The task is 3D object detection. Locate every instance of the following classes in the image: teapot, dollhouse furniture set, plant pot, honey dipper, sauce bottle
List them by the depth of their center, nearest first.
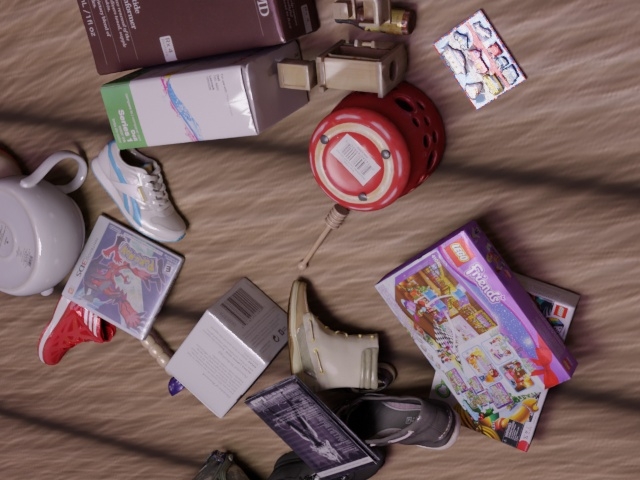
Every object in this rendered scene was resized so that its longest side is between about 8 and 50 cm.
[{"bbox_3d":[0.031,-0.323,1.473,0.181,0.101,0.161,10,123,25],"label":"dollhouse furniture set"},{"bbox_3d":[0.085,-0.350,1.490,0.128,0.042,0.042,13,117,24],"label":"sauce bottle"},{"bbox_3d":[0.083,-0.146,1.505,0.191,0.174,0.191,12,118,23],"label":"plant pot"},{"bbox_3d":[0.000,0.000,1.696,0.030,0.030,0.161,38,125,7],"label":"honey dipper"},{"bbox_3d":[-0.557,-0.022,1.871,0.256,0.187,0.253,-18,90,35],"label":"teapot"}]

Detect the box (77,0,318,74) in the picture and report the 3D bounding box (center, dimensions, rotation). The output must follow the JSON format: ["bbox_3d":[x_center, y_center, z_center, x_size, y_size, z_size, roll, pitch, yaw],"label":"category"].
[{"bbox_3d":[-0.212,-0.399,1.559,0.381,0.143,0.191,-5,109,26],"label":"box"}]

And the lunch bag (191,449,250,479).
[{"bbox_3d":[-0.183,0.613,1.928,0.305,0.256,0.212,49,121,-2],"label":"lunch bag"}]

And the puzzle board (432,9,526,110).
[{"bbox_3d":[0.244,-0.277,1.460,0.096,0.011,0.128,-31,95,33],"label":"puzzle board"}]

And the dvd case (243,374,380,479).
[{"bbox_3d":[-0.018,0.342,1.704,0.221,0.018,0.164,47,138,-10],"label":"dvd case"}]

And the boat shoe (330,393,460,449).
[{"bbox_3d":[0.099,0.321,1.702,0.095,0.112,0.335,34,149,-33],"label":"boat shoe"}]

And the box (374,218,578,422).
[{"bbox_3d":[0.253,0.137,1.549,0.201,0.057,0.293,-34,93,35],"label":"box"}]

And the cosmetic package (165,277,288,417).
[{"bbox_3d":[-0.167,0.204,1.797,0.151,0.151,0.184,41,125,4],"label":"cosmetic package"}]

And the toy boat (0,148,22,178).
[{"bbox_3d":[-0.707,-0.095,1.959,0.151,0.151,0.231,42,129,40],"label":"toy boat"}]

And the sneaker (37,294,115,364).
[{"bbox_3d":[-0.520,0.210,2.017,0.128,0.087,0.221,34,124,11],"label":"sneaker"}]

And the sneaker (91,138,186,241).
[{"bbox_3d":[-0.334,-0.094,1.787,0.229,0.087,0.092,48,122,-2],"label":"sneaker"}]

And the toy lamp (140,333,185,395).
[{"bbox_3d":[-0.365,0.192,1.938,0.080,0.080,0.275,-35,96,34],"label":"toy lamp"}]

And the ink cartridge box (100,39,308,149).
[{"bbox_3d":[-0.188,-0.244,1.576,0.278,0.201,0.117,-2,111,27],"label":"ink cartridge box"}]

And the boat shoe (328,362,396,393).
[{"bbox_3d":[0.066,0.260,1.767,0.152,0.049,0.056,-15,104,30],"label":"boat shoe"}]

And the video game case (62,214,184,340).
[{"bbox_3d":[-0.395,0.073,1.880,0.201,0.023,0.183,27,93,13],"label":"video game case"}]

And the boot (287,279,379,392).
[{"bbox_3d":[0.023,0.173,1.724,0.165,0.077,0.213,-3,69,-3],"label":"boot"}]

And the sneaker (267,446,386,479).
[{"bbox_3d":[0.004,0.462,1.842,0.286,0.130,0.109,-30,96,32],"label":"sneaker"}]

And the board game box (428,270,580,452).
[{"bbox_3d":[0.306,0.198,1.616,0.193,0.053,0.305,20,119,19],"label":"board game box"}]
